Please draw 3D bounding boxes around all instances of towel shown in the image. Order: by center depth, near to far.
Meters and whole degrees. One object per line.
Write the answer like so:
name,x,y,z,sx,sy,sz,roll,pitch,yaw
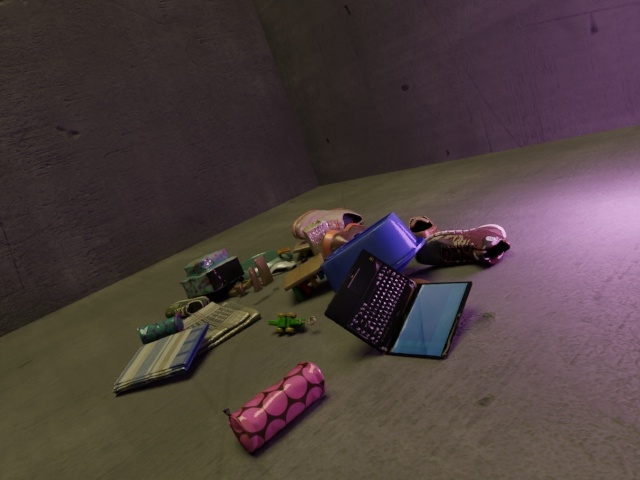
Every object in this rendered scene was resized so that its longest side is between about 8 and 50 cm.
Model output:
towel,-0.496,0.369,1.385,0.284,0.034,0.209,-21,23,16
towel,-0.409,0.307,1.565,0.324,0.056,0.312,-28,16,-32

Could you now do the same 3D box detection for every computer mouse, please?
computer mouse,-0.149,0.109,1.979,0.192,0.042,0.106,-19,15,4

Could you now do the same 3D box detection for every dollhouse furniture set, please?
dollhouse furniture set,-0.319,0.152,1.884,0.151,0.123,0.144,-9,18,40

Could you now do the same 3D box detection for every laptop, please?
laptop,0.187,0.138,1.052,0.234,0.264,0.137,-54,-4,-37

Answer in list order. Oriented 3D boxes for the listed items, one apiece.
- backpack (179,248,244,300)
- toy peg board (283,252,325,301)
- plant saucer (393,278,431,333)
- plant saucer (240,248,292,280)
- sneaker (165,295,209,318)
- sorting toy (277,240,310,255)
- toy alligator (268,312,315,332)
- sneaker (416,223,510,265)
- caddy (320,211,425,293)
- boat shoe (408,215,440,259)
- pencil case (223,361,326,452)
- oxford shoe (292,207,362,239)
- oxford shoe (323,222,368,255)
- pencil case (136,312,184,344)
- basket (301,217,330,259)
backpack,-0.502,0.162,1.976,0.253,0.191,0.225,-29,2,32
toy peg board,-0.043,0.137,1.592,0.160,0.079,0.161,-31,13,4
plant saucer,0.202,0.176,1.227,0.277,0.041,0.278,-20,13,5
plant saucer,-0.292,0.113,2.177,0.317,0.044,0.318,-19,14,5
sneaker,-0.563,0.286,1.842,0.192,0.064,0.086,-18,9,-4
sorting toy,-0.038,0.028,2.119,0.347,0.047,0.196,-14,10,7
toy alligator,-0.076,0.249,1.325,0.189,0.056,0.051,-10,-24,36
sneaker,0.432,0.029,1.332,0.281,0.107,0.162,-17,17,11
caddy,0.166,0.064,1.395,0.341,0.179,0.241,-35,1,16
boat shoe,0.378,-0.032,1.603,0.122,0.120,0.324,-18,14,10
pencil case,-0.091,0.338,0.921,0.209,0.095,0.098,-26,-1,-32
oxford shoe,0.039,-0.093,2.218,0.396,0.141,0.146,-20,17,-35
oxford shoe,0.146,0.007,1.773,0.132,0.130,0.363,6,12,27
pencil case,-0.560,0.311,1.548,0.151,0.065,0.070,-19,46,3
basket,0.000,0.000,1.941,0.103,0.167,0.113,-29,14,-8
